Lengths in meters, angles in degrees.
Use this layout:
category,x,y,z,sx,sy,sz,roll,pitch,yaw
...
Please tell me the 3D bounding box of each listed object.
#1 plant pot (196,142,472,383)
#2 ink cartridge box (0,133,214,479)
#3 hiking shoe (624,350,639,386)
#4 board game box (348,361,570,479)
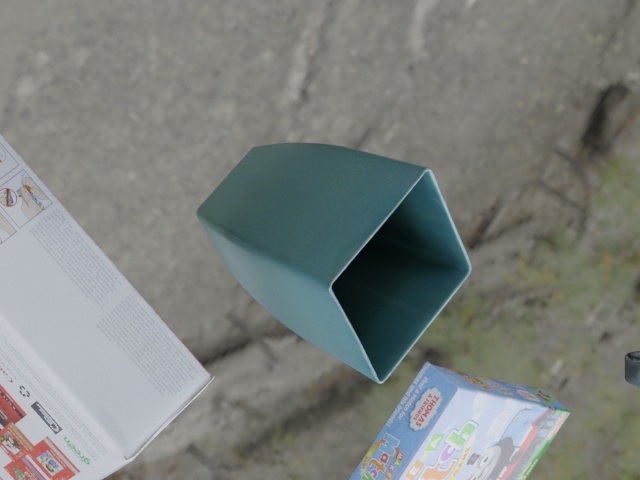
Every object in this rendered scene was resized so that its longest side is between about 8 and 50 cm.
category,x,y,z,sx,sy,sz,roll,pitch,yaw
plant pot,0.000,0.000,1.695,0.166,0.234,0.165,-49,139,-21
ink cartridge box,-0.296,0.088,1.514,0.130,0.309,0.272,-44,-175,-39
hiking shoe,0.230,0.018,0.718,0.304,0.132,0.113,-15,115,-67
board game box,0.095,0.176,1.240,0.160,0.039,0.211,-58,148,9
